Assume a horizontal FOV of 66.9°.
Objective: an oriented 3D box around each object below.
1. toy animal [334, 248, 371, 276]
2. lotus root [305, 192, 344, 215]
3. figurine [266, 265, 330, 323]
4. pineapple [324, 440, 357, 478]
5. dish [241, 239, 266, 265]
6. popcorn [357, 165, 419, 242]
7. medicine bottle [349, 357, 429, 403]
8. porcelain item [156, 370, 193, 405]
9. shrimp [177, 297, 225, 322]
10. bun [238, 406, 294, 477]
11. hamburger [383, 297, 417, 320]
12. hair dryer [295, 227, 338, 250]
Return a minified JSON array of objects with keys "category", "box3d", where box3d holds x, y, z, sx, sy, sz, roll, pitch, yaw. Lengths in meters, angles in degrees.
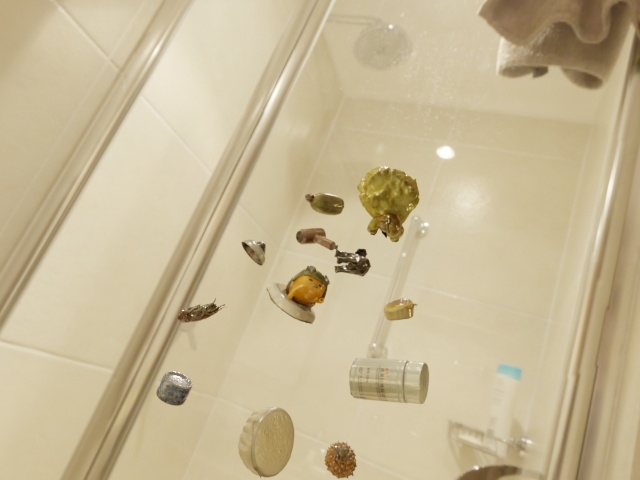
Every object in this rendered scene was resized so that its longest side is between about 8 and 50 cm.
[{"category":"toy animal","box3d":[0.130,0.098,1.974,0.147,0.114,0.245,1,16,-4]},{"category":"lotus root","box3d":[0.020,-0.153,2.008,0.183,0.090,0.077,14,5,-34]},{"category":"figurine","box3d":[-0.050,0.130,1.394,0.167,0.141,0.250,35,3,-7]},{"category":"pineapple","box3d":[0.104,1.061,2.384,0.162,0.175,0.136,-1,-46,-7]},{"category":"dish","box3d":[-0.278,0.036,2.161,0.141,0.078,0.141,40,-23,20]},{"category":"popcorn","box3d":[0.180,-0.105,1.336,0.169,0.195,0.173,24,-10,-15]},{"category":"medicine bottle","box3d":[0.316,0.637,2.208,0.333,0.189,0.190,-4,-27,24]},{"category":"porcelain item","box3d":[-0.690,0.702,2.288,0.147,0.114,0.147,27,4,-2]},{"category":"shrimp","box3d":[-0.459,0.274,1.884,0.191,0.073,0.074,-9,33,-19]},{"category":"bun","box3d":[-0.242,0.785,1.914,0.175,0.262,0.263,-5,-30,34]},{"category":"hamburger","box3d":[0.328,0.280,1.990,0.141,0.081,0.126,-7,0,12]},{"category":"hair dryer","box3d":[0.000,0.000,1.870,0.117,0.063,0.182,-5,20,-41]}]
